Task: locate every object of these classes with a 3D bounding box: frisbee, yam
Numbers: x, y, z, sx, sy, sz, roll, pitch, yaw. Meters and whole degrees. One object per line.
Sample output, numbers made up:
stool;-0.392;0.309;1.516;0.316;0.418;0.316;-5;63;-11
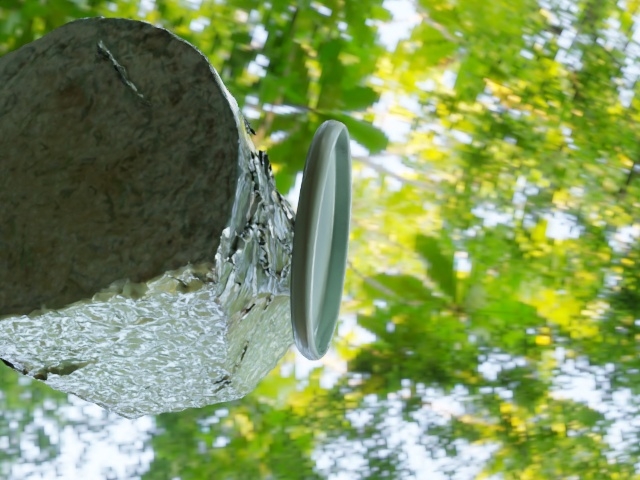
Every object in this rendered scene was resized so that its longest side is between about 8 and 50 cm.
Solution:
frisbee;0.000;0.000;0.706;0.014;0.110;0.110;6;-90;8
yam;-0.104;-0.003;0.943;0.202;0.271;0.201;-11;-117;10
